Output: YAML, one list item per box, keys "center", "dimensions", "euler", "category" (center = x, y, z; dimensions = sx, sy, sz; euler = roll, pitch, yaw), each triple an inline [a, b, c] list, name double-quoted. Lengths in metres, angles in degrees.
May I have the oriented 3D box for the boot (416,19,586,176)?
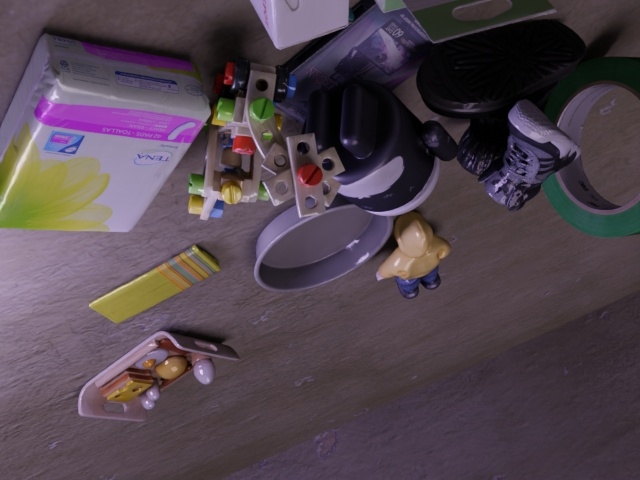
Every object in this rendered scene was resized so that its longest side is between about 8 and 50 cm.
- center: [0.267, -0.210, 1.440]
  dimensions: [0.348, 0.131, 0.260]
  euler: [-18, 153, -31]
  category: "boot"

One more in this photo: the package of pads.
- center: [-0.305, -0.130, 1.176]
  dimensions: [0.229, 0.101, 0.296]
  euler: [3, 143, -40]
  category: "package of pads"

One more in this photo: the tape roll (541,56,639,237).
- center: [0.529, -0.166, 1.557]
  dimensions: [0.077, 0.321, 0.321]
  euler: [-7, 148, -33]
  category: "tape roll"

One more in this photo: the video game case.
- center: [0.063, -0.271, 1.315]
  dimensions: [0.274, 0.026, 0.196]
  euler: [-37, 151, 20]
  category: "video game case"

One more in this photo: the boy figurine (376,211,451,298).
- center: [0.200, 0.036, 1.899]
  dimensions: [0.177, 0.092, 0.285]
  euler: [-24, 152, -2]
  category: "boy figurine"

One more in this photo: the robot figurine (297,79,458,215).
- center: [0.078, -0.143, 1.346]
  dimensions: [0.173, 0.209, 0.278]
  euler: [-52, 148, 5]
  category: "robot figurine"

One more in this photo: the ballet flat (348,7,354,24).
- center: [0.001, -0.315, 1.172]
  dimensions: [0.041, 0.041, 0.114]
  euler: [-37, 150, 22]
  category: "ballet flat"

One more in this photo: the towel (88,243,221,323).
- center: [-0.311, 0.082, 1.638]
  dimensions: [0.237, 0.021, 0.102]
  euler: [-28, 147, 7]
  category: "towel"

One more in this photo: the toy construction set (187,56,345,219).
- center: [-0.095, -0.127, 1.187]
  dimensions: [0.151, 0.214, 0.328]
  euler: [8, -179, -29]
  category: "toy construction set"

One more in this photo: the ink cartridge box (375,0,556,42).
- center: [0.154, -0.320, 1.072]
  dimensions: [0.171, 0.235, 0.056]
  euler: [-18, 149, -15]
  category: "ink cartridge box"

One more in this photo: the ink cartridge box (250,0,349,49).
- center: [-0.050, -0.332, 0.906]
  dimensions: [0.093, 0.212, 0.154]
  euler: [-20, 152, -10]
  category: "ink cartridge box"

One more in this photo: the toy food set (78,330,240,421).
- center: [-0.356, 0.313, 1.925]
  dimensions: [0.306, 0.092, 0.220]
  euler: [-36, 151, 19]
  category: "toy food set"

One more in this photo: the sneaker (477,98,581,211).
- center: [0.318, -0.125, 1.372]
  dimensions: [0.153, 0.101, 0.269]
  euler: [-48, 159, 15]
  category: "sneaker"

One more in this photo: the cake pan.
- center: [0.000, 0.000, 1.708]
  dimensions: [0.293, 0.054, 0.293]
  euler: [-19, 152, -11]
  category: "cake pan"
